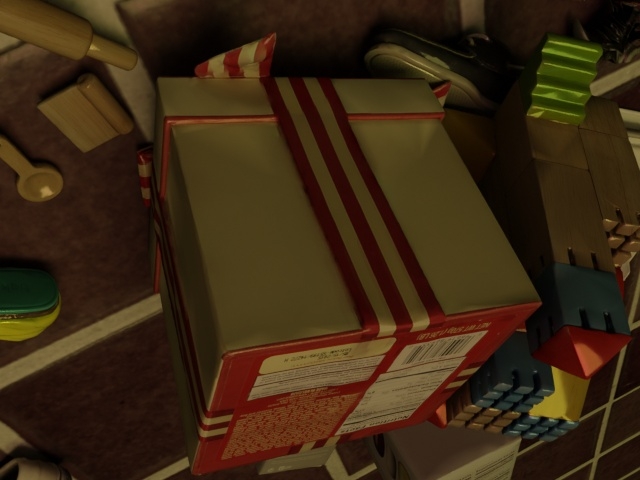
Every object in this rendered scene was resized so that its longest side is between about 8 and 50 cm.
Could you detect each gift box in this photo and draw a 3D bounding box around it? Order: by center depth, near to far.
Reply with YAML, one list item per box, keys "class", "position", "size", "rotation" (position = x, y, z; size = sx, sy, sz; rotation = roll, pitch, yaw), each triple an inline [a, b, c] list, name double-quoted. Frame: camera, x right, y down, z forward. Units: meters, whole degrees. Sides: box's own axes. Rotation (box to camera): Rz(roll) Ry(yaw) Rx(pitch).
- class: "gift box"
  position: [0.000, 0.000, 0.497]
  size: [0.255, 0.258, 0.276]
  rotation: [-3, 143, -26]

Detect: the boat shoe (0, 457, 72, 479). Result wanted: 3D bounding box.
- class: "boat shoe"
  position: [-0.412, 0.344, 0.696]
  size: [0.267, 0.096, 0.088]
  rotation: [-36, 133, 2]

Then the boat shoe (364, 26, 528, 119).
- class: "boat shoe"
  position: [0.142, -0.157, 0.591]
  size: [0.233, 0.084, 0.079]
  rotation: [12, 83, -29]

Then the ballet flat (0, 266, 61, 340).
- class: "ballet flat"
  position: [-0.334, 0.052, 0.498]
  size: [0.230, 0.077, 0.077]
  rotation: [11, 138, -39]

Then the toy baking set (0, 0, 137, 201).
- class: "toy baking set"
  position: [-0.252, -0.091, 0.415]
  size: [0.197, 0.030, 0.256]
  rotation: [-48, 144, 19]

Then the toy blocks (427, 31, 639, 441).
- class: "toy blocks"
  position: [0.173, 0.055, 0.567]
  size: [0.190, 0.261, 0.381]
  rotation: [10, 144, -8]

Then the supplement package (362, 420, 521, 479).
- class: "supplement package"
  position: [0.163, 0.292, 0.902]
  size: [0.149, 0.194, 0.203]
  rotation: [-20, 135, -14]

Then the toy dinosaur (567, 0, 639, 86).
- class: "toy dinosaur"
  position: [0.303, -0.255, 0.536]
  size: [0.321, 0.164, 0.219]
  rotation: [-7, 118, 4]

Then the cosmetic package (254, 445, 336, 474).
- class: "cosmetic package"
  position: [-0.015, 0.150, 0.725]
  size: [0.107, 0.127, 0.238]
  rotation: [7, 126, -33]

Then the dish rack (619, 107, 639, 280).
- class: "dish rack"
  position: [0.348, -0.031, 0.812]
  size: [0.332, 0.072, 0.286]
  rotation: [1, 128, -29]
